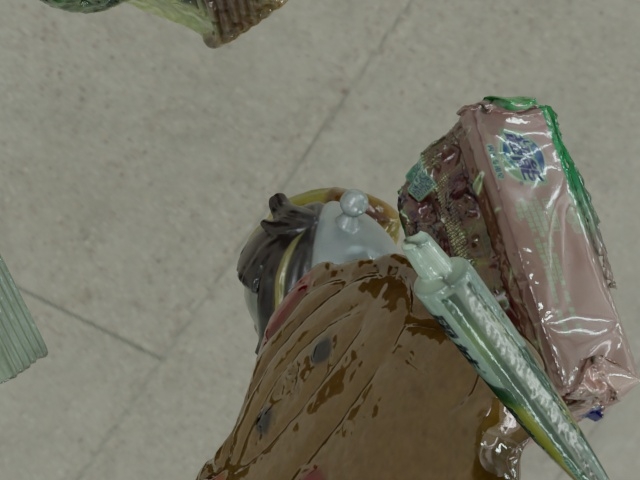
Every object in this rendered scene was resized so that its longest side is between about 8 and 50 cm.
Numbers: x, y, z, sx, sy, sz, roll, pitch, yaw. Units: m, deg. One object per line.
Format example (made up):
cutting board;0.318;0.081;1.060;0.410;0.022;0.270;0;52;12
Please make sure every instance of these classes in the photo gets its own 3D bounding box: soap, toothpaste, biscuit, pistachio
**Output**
soap;0.157;0.034;1.113;0.098;0.273;0.218;-4;158;-30
toothpaste;0.102;0.071;0.680;0.031;0.049;0.204;-39;115;-1
biscuit;0.005;0.155;0.900;0.074;0.381;0.359;30;113;-27
pistachio;0.002;0.002;1.505;0.189;0.100;0.110;-21;134;-12

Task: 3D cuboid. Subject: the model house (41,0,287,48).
model house;-0.138;-0.336;1.236;0.261;0.266;0.321;-54;154;-23

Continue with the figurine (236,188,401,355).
figurine;0.020;0.112;1.331;0.167;0.281;0.370;-6;121;13

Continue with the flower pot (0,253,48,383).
flower pot;-0.467;0.108;1.537;0.239;0.209;0.190;-29;96;-20
